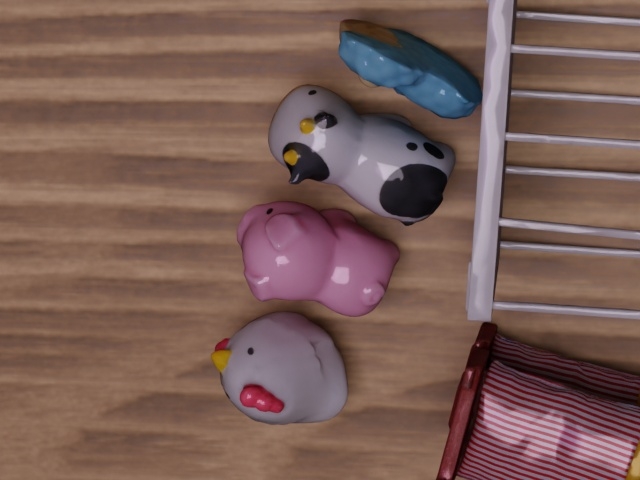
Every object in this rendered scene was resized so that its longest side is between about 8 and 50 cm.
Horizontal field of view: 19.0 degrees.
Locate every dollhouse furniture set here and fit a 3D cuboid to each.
[{"bbox_3d":[0.182,0.275,1.566,0.201,0.152,0.374,14,107,8],"label":"dollhouse furniture set"}]

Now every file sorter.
[{"bbox_3d":[0.207,-0.091,1.447,0.173,0.193,0.278,5,105,7],"label":"file sorter"}]

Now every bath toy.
[{"bbox_3d":[0.000,0.000,1.542,0.151,0.129,0.348,27,108,13],"label":"bath toy"}]
